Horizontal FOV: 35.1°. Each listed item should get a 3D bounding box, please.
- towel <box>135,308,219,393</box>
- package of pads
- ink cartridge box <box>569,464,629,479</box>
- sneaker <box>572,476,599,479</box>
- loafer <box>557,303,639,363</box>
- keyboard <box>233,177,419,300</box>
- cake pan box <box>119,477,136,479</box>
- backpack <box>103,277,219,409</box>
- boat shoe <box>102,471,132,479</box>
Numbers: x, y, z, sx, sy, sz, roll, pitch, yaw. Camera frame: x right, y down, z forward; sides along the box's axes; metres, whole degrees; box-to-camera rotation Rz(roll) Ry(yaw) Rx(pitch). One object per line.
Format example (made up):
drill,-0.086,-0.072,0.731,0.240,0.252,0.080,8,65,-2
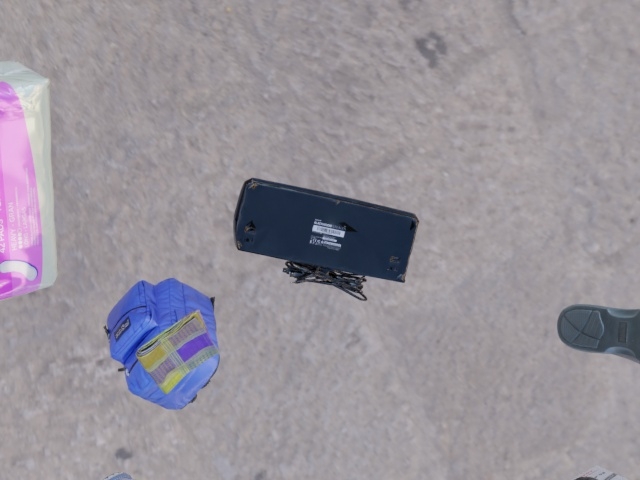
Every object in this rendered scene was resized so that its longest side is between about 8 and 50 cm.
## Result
towel,-0.113,0.090,0.810,0.060,0.009,0.083,-36,152,-14
package of pads,-0.397,-0.032,0.944,0.297,0.101,0.229,-15,121,-36
ink cartridge box,0.435,0.418,1.610,0.104,0.180,0.060,-26,97,-12
sneaker,0.304,0.422,1.145,0.163,0.106,0.281,27,77,-11
loafer,0.486,0.143,1.497,0.084,0.268,0.096,4,97,-49
keyboard,0.000,0.000,1.024,0.192,0.038,0.100,13,97,-19
cake pan box,-0.036,0.321,0.864,0.267,0.070,0.245,2,128,22
backpack,-0.161,0.108,1.021,0.101,0.120,0.098,24,116,-32
boat shoe,-0.245,0.322,1.147,0.066,0.183,0.066,30,105,10
